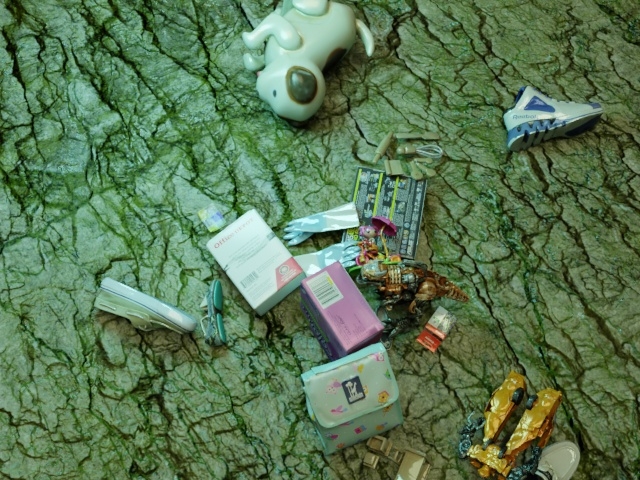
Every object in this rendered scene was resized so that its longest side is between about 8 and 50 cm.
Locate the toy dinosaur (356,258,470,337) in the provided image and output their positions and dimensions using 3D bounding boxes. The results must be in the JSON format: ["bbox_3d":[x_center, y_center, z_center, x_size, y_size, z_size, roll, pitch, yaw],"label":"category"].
[{"bbox_3d":[0.243,0.138,1.805,0.321,0.218,0.164,26,42,-5],"label":"toy dinosaur"}]

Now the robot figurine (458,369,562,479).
[{"bbox_3d":[0.483,0.483,1.733,0.211,0.085,0.291,22,65,38],"label":"robot figurine"}]

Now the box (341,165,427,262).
[{"bbox_3d":[0.187,-0.074,2.010,0.216,0.060,0.270,10,66,4],"label":"box"}]

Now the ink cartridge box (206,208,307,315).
[{"bbox_3d":[-0.177,0.060,1.903,0.172,0.100,0.237,-38,72,-6],"label":"ink cartridge box"}]

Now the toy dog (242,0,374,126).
[{"bbox_3d":[-0.059,-0.557,2.133,0.395,0.284,0.408,22,67,-11],"label":"toy dog"}]

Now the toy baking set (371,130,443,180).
[{"bbox_3d":[0.270,-0.264,2.094,0.196,0.030,0.256,21,49,5],"label":"toy baking set"}]

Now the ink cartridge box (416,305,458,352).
[{"bbox_3d":[0.322,0.244,1.887,0.063,0.029,0.115,35,69,13],"label":"ink cartridge box"}]

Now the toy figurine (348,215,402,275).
[{"bbox_3d":[0.153,0.011,1.877,0.173,0.130,0.159,-2,69,-12],"label":"toy figurine"}]

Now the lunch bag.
[{"bbox_3d":[0.074,0.376,1.677,0.223,0.262,0.160,-19,44,-8],"label":"lunch bag"}]

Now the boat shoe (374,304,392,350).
[{"bbox_3d":[0.173,0.238,1.880,0.046,0.038,0.125,-2,66,-3],"label":"boat shoe"}]

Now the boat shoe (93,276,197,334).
[{"bbox_3d":[-0.475,0.196,1.859,0.302,0.109,0.094,21,82,17],"label":"boat shoe"}]

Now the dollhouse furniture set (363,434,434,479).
[{"bbox_3d":[0.170,0.603,1.708,0.160,0.101,0.182,14,64,31],"label":"dollhouse furniture set"}]

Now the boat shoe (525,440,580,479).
[{"bbox_3d":[0.550,0.591,1.706,0.267,0.088,0.096,-29,70,-13],"label":"boat shoe"}]

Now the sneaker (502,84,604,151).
[{"bbox_3d":[0.706,-0.409,2.137,0.315,0.127,0.182,-15,69,-7],"label":"sneaker"}]

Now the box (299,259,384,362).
[{"bbox_3d":[0.048,0.205,1.780,0.117,0.243,0.214,-29,70,-14],"label":"box"}]

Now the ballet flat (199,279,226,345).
[{"bbox_3d":[-0.300,0.198,1.874,0.070,0.070,0.188,-6,63,-4],"label":"ballet flat"}]

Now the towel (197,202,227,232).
[{"bbox_3d":[-0.321,-0.067,2.019,0.060,0.009,0.083,-31,70,-15],"label":"towel"}]

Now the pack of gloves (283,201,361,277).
[{"bbox_3d":[0.000,0.000,1.938,0.232,0.046,0.195,-17,62,14],"label":"pack of gloves"}]
